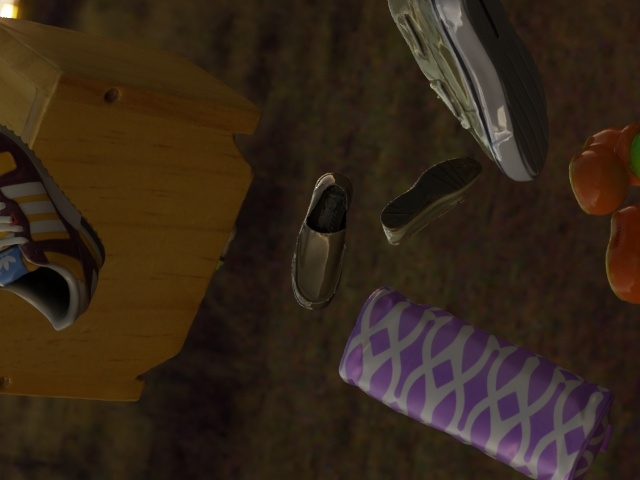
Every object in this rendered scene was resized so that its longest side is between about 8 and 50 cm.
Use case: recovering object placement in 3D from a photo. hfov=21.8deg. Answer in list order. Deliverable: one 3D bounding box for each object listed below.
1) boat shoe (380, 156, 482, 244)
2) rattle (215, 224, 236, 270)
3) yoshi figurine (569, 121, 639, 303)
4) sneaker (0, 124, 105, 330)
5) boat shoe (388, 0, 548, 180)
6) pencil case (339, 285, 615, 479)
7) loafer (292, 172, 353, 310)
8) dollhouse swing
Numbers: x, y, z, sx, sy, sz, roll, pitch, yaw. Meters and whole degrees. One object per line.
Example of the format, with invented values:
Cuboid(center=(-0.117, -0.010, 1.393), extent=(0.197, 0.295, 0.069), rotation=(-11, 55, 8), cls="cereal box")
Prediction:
Cuboid(center=(0.144, -0.051, 2.130), extent=(0.056, 0.153, 0.048), rotation=(42, 162, 34), cls="boat shoe")
Cuboid(center=(-0.212, -0.029, 2.030), extent=(0.130, 0.199, 0.143), rotation=(-49, 45, 46), cls="rattle")
Cuboid(center=(0.407, -0.034, 1.435), extent=(0.203, 0.362, 0.203), rotation=(14, -112, -59), cls="yoshi figurine")
Cuboid(center=(-0.231, -0.015, 1.231), extent=(0.069, 0.185, 0.084), rotation=(-29, 30, 27), cls="sneaker")
Cuboid(center=(0.165, -0.183, 1.780), extent=(0.302, 0.094, 0.109), rotation=(61, -139, -39), cls="boat shoe")
Cuboid(center=(0.116, 0.105, 1.201), extent=(0.086, 0.206, 0.088), rotation=(-68, -16, 16), cls="pencil case")
Cuboid(center=(0.000, 0.000, 1.740), extent=(0.050, 0.056, 0.148), rotation=(24, -106, -85), cls="loafer")
Cuboid(center=(-0.298, -0.068, 1.684), extent=(0.305, 0.315, 0.347), rotation=(47, 121, 47), cls="dollhouse swing")
